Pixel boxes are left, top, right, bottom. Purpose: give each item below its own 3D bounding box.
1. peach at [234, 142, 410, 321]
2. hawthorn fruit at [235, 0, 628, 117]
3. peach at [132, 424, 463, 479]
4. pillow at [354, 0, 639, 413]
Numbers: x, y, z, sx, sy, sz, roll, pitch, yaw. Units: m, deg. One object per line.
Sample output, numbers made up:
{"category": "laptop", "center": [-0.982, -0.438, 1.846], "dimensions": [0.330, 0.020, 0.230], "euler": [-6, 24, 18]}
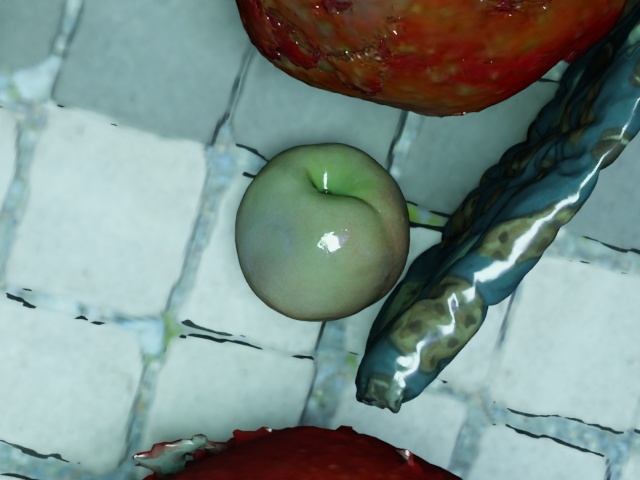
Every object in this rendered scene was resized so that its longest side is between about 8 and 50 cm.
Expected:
{"category": "peach", "center": [0.001, -0.002, 0.689], "dimensions": [0.083, 0.083, 0.083], "euler": [-3, 102, -14]}
{"category": "hawthorn fruit", "center": [0.041, -0.134, 0.594], "dimensions": [0.181, 0.235, 0.181], "euler": [0, 93, -7]}
{"category": "peach", "center": [-0.038, 0.255, 0.608], "dimensions": [0.370, 0.370, 0.370], "euler": [-3, 102, -14]}
{"category": "pillow", "center": [0.097, -0.034, 0.652], "dimensions": [0.034, 0.189, 0.255], "euler": [39, 91, -2]}
